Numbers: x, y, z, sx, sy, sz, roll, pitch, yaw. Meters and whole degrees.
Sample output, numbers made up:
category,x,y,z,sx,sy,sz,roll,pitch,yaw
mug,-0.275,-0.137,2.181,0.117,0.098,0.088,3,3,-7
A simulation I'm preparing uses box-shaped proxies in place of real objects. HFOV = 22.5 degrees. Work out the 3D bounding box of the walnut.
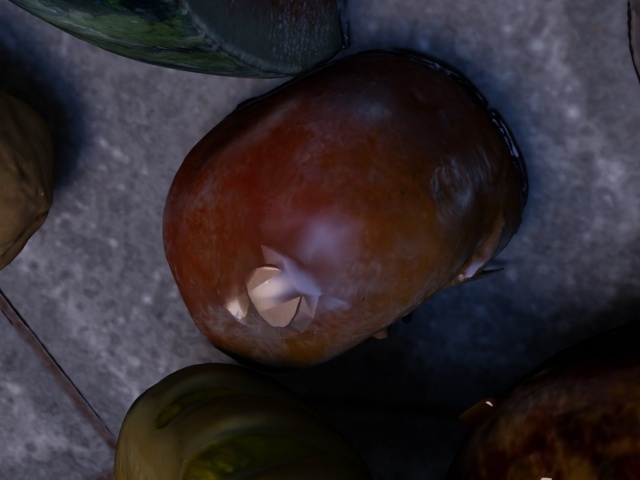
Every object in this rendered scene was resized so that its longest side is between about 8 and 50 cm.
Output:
category,x,y,z,sx,sy,sz,roll,pitch,yaw
walnut,-0.251,-0.046,1.020,0.167,0.149,0.166,15,152,9

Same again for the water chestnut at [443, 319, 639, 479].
category,x,y,z,sx,sy,sz,roll,pitch,yaw
water chestnut,0.213,0.218,0.899,0.351,0.302,0.350,7,122,11

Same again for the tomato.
category,x,y,z,sx,sy,sz,roll,pitch,yaw
tomato,0.000,0.000,0.947,0.214,0.155,0.180,-34,99,34

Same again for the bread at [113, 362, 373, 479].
category,x,y,z,sx,sy,sz,roll,pitch,yaw
bread,-0.025,0.223,0.938,0.160,0.333,0.333,-8,123,-17

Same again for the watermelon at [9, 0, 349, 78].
category,x,y,z,sx,sy,sz,roll,pitch,yaw
watermelon,-0.094,-0.199,0.848,0.213,0.262,0.201,20,96,13
